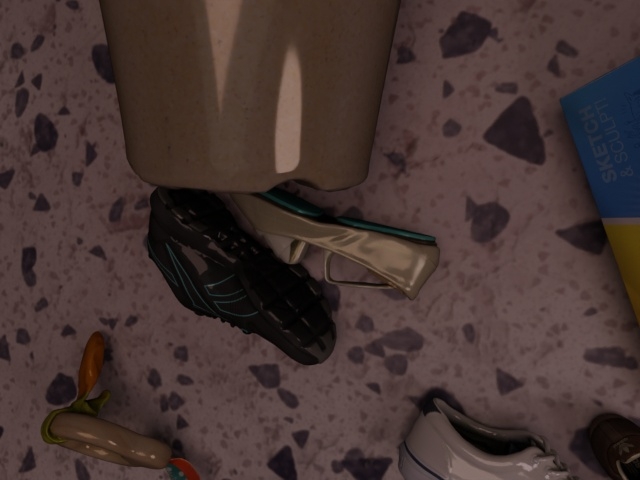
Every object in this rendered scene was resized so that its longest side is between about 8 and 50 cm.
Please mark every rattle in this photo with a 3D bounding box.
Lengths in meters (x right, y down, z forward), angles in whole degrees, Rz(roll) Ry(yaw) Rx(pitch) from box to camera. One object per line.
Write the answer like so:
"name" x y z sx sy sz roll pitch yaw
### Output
"rattle" -0.223 0.222 0.601 0.199 0.143 0.130 13 127 0

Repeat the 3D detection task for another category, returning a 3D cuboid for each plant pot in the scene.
"plant pot" -0.059 -0.206 0.424 0.333 0.334 0.306 6 105 15

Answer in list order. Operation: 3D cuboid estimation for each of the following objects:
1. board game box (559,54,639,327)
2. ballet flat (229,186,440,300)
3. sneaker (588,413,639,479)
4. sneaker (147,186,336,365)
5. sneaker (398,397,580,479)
"board game box" 0.341 -0.013 0.343 0.064 0.242 0.317 -15 85 -24
"ballet flat" 0.000 0.000 0.509 0.248 0.086 0.086 19 96 15
"sneaker" 0.321 0.251 0.431 0.066 0.071 0.188 -43 80 12
"sneaker" -0.096 0.048 0.543 0.267 0.101 0.106 42 120 12
"sneaker" 0.204 0.238 0.451 0.258 0.094 0.091 21 101 15
